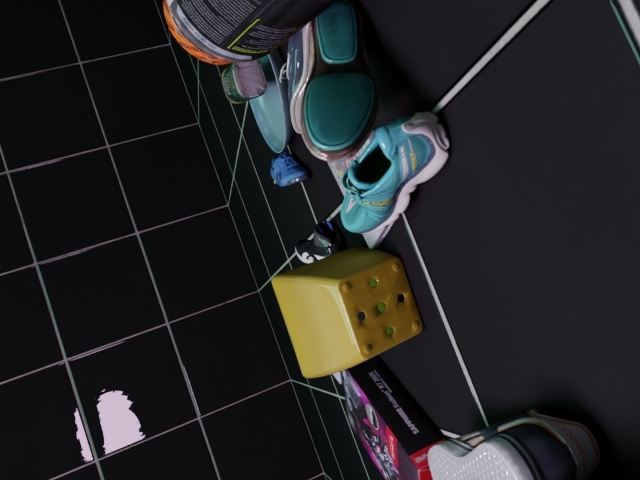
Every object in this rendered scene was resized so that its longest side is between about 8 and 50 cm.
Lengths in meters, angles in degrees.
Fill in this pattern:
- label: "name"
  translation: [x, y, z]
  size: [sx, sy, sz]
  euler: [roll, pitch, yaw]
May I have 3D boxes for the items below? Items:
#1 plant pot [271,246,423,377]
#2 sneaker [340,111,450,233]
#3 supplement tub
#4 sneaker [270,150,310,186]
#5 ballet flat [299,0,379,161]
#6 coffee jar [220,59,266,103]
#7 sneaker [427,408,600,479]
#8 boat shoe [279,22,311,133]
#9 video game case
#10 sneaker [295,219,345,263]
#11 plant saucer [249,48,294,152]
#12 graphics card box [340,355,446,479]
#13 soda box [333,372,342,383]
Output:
- label: "plant pot"
  translation: [0.066, 0.128, 0.973]
  size: [0.187, 0.212, 0.212]
  euler: [-17, 92, 61]
- label: "sneaker"
  translation: [0.077, -0.094, 0.765]
  size: [0.107, 0.109, 0.275]
  euler: [66, 155, 19]
- label: "supplement tub"
  translation: [-0.089, -0.384, 0.722]
  size: [0.338, 0.207, 0.207]
  euler: [-8, 101, 55]
- label: "sneaker"
  translation: [-0.086, -0.187, 1.332]
  size: [0.209, 0.069, 0.082]
  euler: [-152, 50, -68]
- label: "ballet flat"
  translation: [0.030, -0.213, 0.745]
  size: [0.106, 0.107, 0.316]
  euler: [84, -171, -58]
- label: "coffee jar"
  translation: [-0.195, -0.394, 1.285]
  size: [0.184, 0.079, 0.096]
  euler: [-154, 47, -69]
- label: "sneaker"
  translation: [0.245, 0.306, 0.682]
  size: [0.321, 0.127, 0.126]
  euler: [105, 146, -65]
- label: "boat shoe"
  translation: [-0.023, -0.311, 0.934]
  size: [0.079, 0.095, 0.255]
  euler: [58, 158, 34]
- label: "video game case"
  translation: [0.075, -0.122, 0.946]
  size: [0.206, 0.026, 0.227]
  euler: [110, 139, -65]
- label: "sneaker"
  translation: [0.000, 0.000, 1.260]
  size: [0.217, 0.079, 0.121]
  euler: [29, 133, 55]
- label: "plant saucer"
  translation: [-0.131, -0.382, 1.308]
  size: [0.317, 0.043, 0.318]
  euler: [160, 90, -74]
- label: "graphics card box"
  translation: [0.165, 0.434, 1.156]
  size: [0.371, 0.094, 0.233]
  euler: [-132, 28, -56]
- label: "soda box"
  translation: [0.040, 0.314, 1.465]
  size: [0.216, 0.073, 0.069]
  euler: [-144, 38, -64]
